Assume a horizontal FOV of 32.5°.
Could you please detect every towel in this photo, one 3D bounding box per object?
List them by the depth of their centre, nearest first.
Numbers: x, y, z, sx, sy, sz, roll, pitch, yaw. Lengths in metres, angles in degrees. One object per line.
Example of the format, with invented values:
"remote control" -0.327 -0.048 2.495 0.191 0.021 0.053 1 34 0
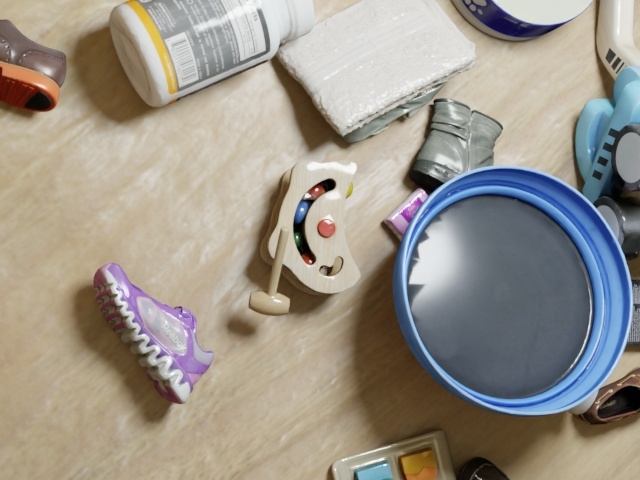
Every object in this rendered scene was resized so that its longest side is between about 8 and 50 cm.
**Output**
"towel" 0.094 -0.295 1.750 0.282 0.049 0.187 -30 69 -18

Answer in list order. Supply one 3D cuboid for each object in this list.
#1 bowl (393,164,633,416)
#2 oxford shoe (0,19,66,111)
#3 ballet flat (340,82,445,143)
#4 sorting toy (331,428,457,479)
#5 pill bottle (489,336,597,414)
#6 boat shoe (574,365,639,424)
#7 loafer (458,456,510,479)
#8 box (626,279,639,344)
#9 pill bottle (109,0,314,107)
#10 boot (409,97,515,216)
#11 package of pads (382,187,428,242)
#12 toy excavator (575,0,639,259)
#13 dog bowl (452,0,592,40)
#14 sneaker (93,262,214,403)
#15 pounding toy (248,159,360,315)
"bowl" 0.294 0.079 1.698 0.391 0.077 0.391 4 75 -17
"oxford shoe" -0.499 -0.278 1.579 0.271 0.097 0.098 23 60 -20
"ballet flat" 0.118 -0.221 1.787 0.213 0.072 0.068 -27 135 -17
"sorting toy" 0.133 0.420 1.757 0.208 0.038 0.193 -14 90 -19
"pill bottle" 0.339 0.209 1.794 0.221 0.124 0.124 21 80 -15
"boat shoe" 0.536 0.267 1.884 0.207 0.073 0.073 -21 92 -20
"loafer" 0.314 0.442 1.794 0.080 0.078 0.220 -44 100 -16
"box" 0.546 0.125 1.919 0.162 0.029 0.116 2 85 -19
"pill bottle" -0.160 -0.321 1.646 0.278 0.162 0.162 -27 95 -19
"boot" 0.275 -0.127 1.823 0.246 0.083 0.161 29 72 -16
"package of pads" 0.147 -0.041 1.796 0.083 0.032 0.050 -43 101 -16
"toy excavator" 0.533 -0.242 1.854 0.222 0.445 0.433 -3 129 -19
"dog bowl" 0.343 -0.477 1.853 0.265 0.104 0.264 1 86 -18
"sneaker" -0.242 0.124 1.630 0.104 0.095 0.236 -39 103 -24
"pounding toy" 0.000 0.000 1.679 0.154 0.155 0.269 19 80 -12
